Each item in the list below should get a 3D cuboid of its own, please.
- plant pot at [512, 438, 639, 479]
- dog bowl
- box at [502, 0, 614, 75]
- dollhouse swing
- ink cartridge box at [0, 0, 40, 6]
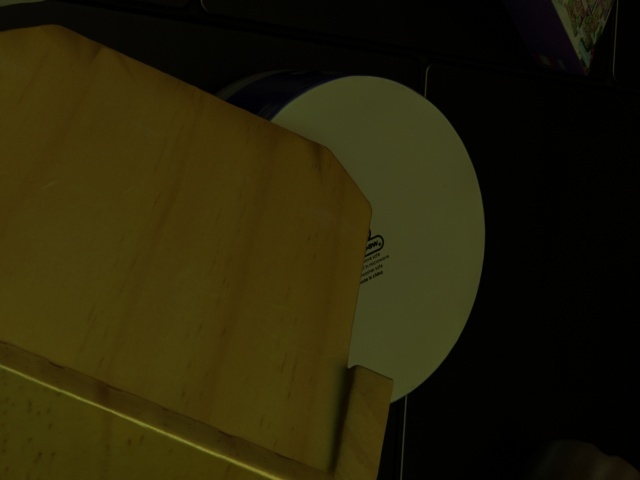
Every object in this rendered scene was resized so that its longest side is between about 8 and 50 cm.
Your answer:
[{"bbox_3d":[0.210,0.275,1.622,0.167,0.167,0.165,55,51,-29],"label":"plant pot"},{"bbox_3d":[0.000,0.000,1.436,0.264,0.104,0.265,-4,97,-38],"label":"dog bowl"},{"bbox_3d":[0.204,-0.299,1.578,0.201,0.057,0.293,-67,151,-16],"label":"box"},{"bbox_3d":[-0.159,0.086,1.242,0.346,0.305,0.315,23,118,-14],"label":"dollhouse swing"},{"bbox_3d":[-0.210,-0.280,1.200,0.100,0.172,0.237,24,77,-40],"label":"ink cartridge box"}]
